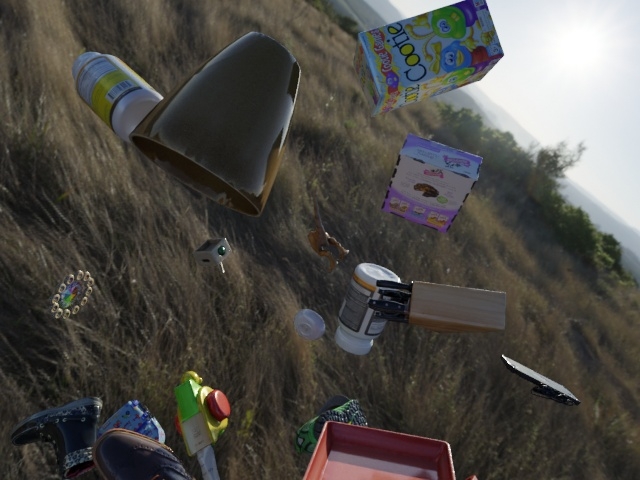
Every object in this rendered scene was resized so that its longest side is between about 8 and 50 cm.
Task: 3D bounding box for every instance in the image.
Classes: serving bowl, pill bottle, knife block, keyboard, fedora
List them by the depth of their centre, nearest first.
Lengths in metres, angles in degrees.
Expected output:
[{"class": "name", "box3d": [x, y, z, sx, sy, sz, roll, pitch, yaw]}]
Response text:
[{"class": "pill bottle", "box3d": [-0.415, -0.297, 0.893, 0.215, 0.117, 0.117, 42, 25, 23]}, {"class": "keyboard", "box3d": [0.521, 0.347, 1.047, 0.192, 0.038, 0.100, 27, 10, -3]}, {"class": "knife block", "box3d": [0.259, 0.151, 1.048, 0.242, 0.275, 0.088, 22, 68, -28]}, {"class": "serving bowl", "box3d": [-0.032, 0.209, 1.062, 0.083, 0.083, 0.027, 43, 34, 4]}, {"class": "pill bottle", "box3d": [0.151, 0.231, 1.471, 0.162, 0.279, 0.162, 17, 18, -6]}, {"class": "fedora", "box3d": [0.076, 0.760, 1.704, 0.124, 0.276, 0.243, 40, -17, -33]}]

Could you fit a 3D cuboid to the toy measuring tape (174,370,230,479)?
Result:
[{"class": "toy measuring tape", "box3d": [-0.237, 0.441, 0.958, 0.121, 0.121, 0.330, 7, 44, -47]}]

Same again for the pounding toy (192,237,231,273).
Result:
[{"class": "pounding toy", "box3d": [-0.454, 0.067, 1.882, 0.130, 0.141, 0.100, -54, 133, -47]}]

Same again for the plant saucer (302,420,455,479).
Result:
[{"class": "plant saucer", "box3d": [0.110, 0.429, 0.795, 0.258, 0.048, 0.259, 6, 6, 11]}]

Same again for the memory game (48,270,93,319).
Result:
[{"class": "memory game", "box3d": [-0.854, 0.189, 1.506, 0.012, 0.186, 0.186, 23, 25, 11]}]

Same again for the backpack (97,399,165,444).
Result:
[{"class": "backpack", "box3d": [-0.559, 0.588, 1.308, 0.158, 0.117, 0.173, -40, 85, -29]}]

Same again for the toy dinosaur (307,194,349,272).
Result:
[{"class": "toy dinosaur", "box3d": [0.000, 0.000, 0.856, 0.112, 0.064, 0.211, 44, -13, 3]}]

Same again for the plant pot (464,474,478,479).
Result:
[{"class": "plant pot", "box3d": [0.123, 0.470, 0.468, 0.236, 0.267, 0.267, 53, 16, 24]}]

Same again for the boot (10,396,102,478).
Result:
[{"class": "boot", "box3d": [-0.689, 0.532, 1.141, 0.236, 0.085, 0.179, -20, 50, -9]}]

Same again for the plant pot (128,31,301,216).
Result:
[{"class": "plant pot", "box3d": [-0.142, -0.206, 0.736, 0.237, 0.255, 0.237, 28, -10, 6]}]

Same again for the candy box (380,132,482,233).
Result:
[{"class": "candy box", "box3d": [0.238, -0.121, 0.967, 0.164, 0.196, 0.070, 21, 58, 8]}]

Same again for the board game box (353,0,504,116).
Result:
[{"class": "board game box", "box3d": [0.228, -0.400, 0.969, 0.144, 0.275, 0.142, 82, -10, -88]}]

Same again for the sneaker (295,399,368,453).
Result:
[{"class": "sneaker", "box3d": [0.043, 0.595, 1.394, 0.343, 0.146, 0.134, 25, 43, -53]}]

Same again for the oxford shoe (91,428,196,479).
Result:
[{"class": "oxford shoe", "box3d": [-0.247, 0.397, 0.703, 0.271, 0.098, 0.097, 39, 57, -4]}]
